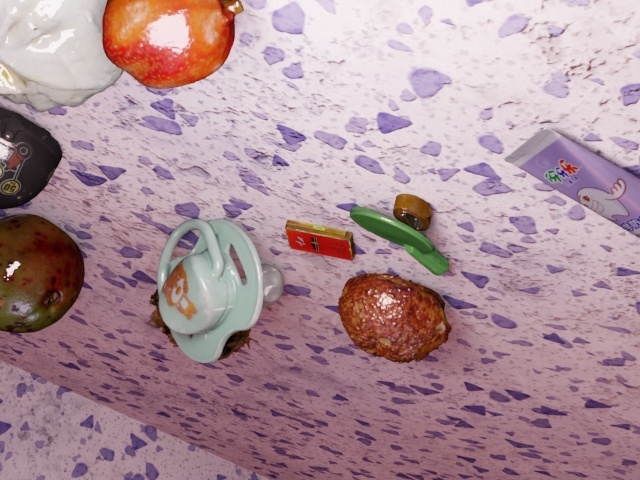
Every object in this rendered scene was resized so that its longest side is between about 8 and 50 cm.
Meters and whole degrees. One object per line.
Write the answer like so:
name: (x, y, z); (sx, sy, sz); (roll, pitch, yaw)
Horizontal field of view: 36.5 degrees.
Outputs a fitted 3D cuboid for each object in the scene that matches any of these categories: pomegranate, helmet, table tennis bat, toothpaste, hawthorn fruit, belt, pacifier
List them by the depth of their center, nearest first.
hawthorn fruit: (-0.188, -0.287, 1.263); (0.188, 0.169, 0.169); (-19, 140, 29)
toothpaste: (0.459, -0.061, 1.453); (0.371, 0.080, 0.125); (29, 157, -9)
belt: (0.162, -0.047, 1.683); (0.059, 0.036, 0.083); (-6, 149, 38)
table tennis bat: (0.155, 0.000, 1.759); (0.160, 0.039, 0.257); (18, 167, 47)
helmet: (-0.625, -0.142, 1.830); (0.230, 0.160, 0.279); (25, 153, -21)
pacifier: (-0.195, 0.090, 2.025); (0.269, 0.288, 0.343); (-5, 154, -46)
pomegranate: (-0.710, 0.072, 2.187); (0.323, 0.291, 0.291); (9, 154, 16)

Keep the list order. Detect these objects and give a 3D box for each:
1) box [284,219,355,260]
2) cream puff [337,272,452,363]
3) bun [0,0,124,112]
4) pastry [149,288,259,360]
box: (0.000, 0.000, 1.896); (0.133, 0.023, 0.090); (11, 153, 10)
cream puff: (0.148, 0.163, 1.989); (0.240, 0.164, 0.240); (8, 155, 4)
bun: (-0.442, -0.306, 1.336); (0.354, 0.194, 0.354); (13, 153, 7)
pastry: (-0.281, 0.186, 2.250); (0.274, 0.193, 0.275); (13, 157, 6)
